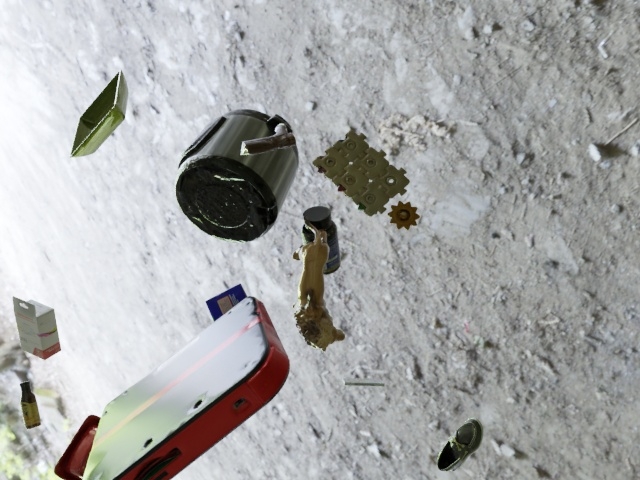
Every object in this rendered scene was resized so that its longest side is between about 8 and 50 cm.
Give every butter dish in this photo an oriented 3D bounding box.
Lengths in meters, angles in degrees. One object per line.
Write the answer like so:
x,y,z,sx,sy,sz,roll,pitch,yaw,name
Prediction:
-0.532,0.535,1.317,0.118,0.160,0.160,-9,135,45,butter dish

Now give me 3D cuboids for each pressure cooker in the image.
-0.273,-0.245,1.883,0.369,0.420,0.376,6,136,16,pressure cooker

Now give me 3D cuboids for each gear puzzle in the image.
0.147,-0.155,1.488,0.339,0.175,0.044,45,167,18,gear puzzle

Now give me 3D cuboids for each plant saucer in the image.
-0.533,-0.303,1.317,0.188,0.045,0.188,-38,41,21,plant saucer

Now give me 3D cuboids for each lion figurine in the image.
-0.022,0.122,1.604,0.240,0.142,0.392,-158,62,-83,lion figurine

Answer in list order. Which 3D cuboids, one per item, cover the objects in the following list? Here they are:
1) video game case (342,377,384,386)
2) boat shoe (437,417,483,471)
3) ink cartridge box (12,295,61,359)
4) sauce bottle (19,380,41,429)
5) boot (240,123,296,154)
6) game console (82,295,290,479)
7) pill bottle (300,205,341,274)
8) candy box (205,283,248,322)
0.131,0.437,1.651,0.087,0.122,0.011,108,164,-83,video game case
0.446,0.662,1.719,0.081,0.068,0.228,48,129,41,boat shoe
-0.889,0.262,1.680,0.115,0.067,0.198,15,116,24,ink cartridge box
-0.806,0.454,1.481,0.042,0.042,0.128,-26,78,51,sauce bottle
-0.120,-0.209,1.120,0.106,0.114,0.037,-133,29,-58,boot
-0.236,0.271,0.940,0.060,0.386,0.342,54,176,-17,game console
0.000,0.000,1.799,0.122,0.123,0.219,22,135,35,pill bottle
-0.220,0.299,1.598,0.268,0.122,0.317,63,171,15,candy box
